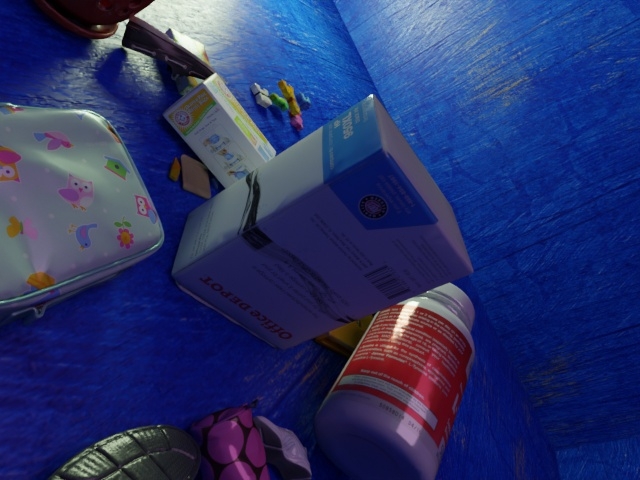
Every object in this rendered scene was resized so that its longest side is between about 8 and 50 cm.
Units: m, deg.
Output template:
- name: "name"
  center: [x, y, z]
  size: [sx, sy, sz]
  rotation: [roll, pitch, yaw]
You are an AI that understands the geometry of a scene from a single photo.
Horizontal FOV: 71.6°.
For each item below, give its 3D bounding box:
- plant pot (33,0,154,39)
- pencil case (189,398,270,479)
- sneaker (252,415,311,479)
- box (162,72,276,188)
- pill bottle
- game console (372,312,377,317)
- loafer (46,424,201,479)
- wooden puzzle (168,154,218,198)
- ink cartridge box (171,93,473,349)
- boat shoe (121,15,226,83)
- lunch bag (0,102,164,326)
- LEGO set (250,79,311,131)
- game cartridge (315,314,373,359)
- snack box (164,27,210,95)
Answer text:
- name: "plant pot"
  center: [-0.365, -0.439, 0.703]
  size: [0.191, 0.174, 0.191]
  rotation: [44, 33, -38]
- name: "pencil case"
  center: [-0.102, 0.334, 0.604]
  size: [0.098, 0.095, 0.209]
  rotation: [25, 46, -75]
- name: "sneaker"
  center: [-0.068, 0.330, 0.719]
  size: [0.152, 0.053, 0.061]
  rotation: [56, 12, -23]
- name: "box"
  center: [-0.192, -0.210, 0.883]
  size: [0.203, 0.103, 0.114]
  rotation: [51, 18, -25]
- name: "pill bottle"
  center: [0.175, 0.266, 0.899]
  size: [0.229, 0.229, 0.408]
  rotation: [56, 45, -16]
- name: "game console"
  center: [0.216, 0.286, 1.210]
  size: [0.342, 0.060, 0.387]
  rotation: [12, 60, -66]
- name: "loafer"
  center: [-0.237, 0.282, 0.419]
  size: [0.109, 0.095, 0.302]
  rotation: [37, 17, 14]
- name: "wooden puzzle"
  center: [-0.238, -0.120, 0.840]
  size: [0.116, 0.014, 0.079]
  rotation: [32, 44, -48]
- name: "ink cartridge box"
  center: [0.000, 0.000, 0.744]
  size: [0.285, 0.395, 0.166]
  rotation: [44, 30, -36]
- name: "boat shoe"
  center: [-0.286, -0.351, 0.873]
  size: [0.206, 0.065, 0.075]
  rotation: [27, 7, -36]
- name: "lunch bag"
  center: [-0.322, -0.029, 0.492]
  size: [0.224, 0.107, 0.279]
  rotation: [65, 26, -4]
- name: "LEGO set"
  center: [-0.088, -0.382, 1.275]
  size: [0.227, 0.087, 0.093]
  rotation: [11, 57, -58]
- name: "game cartridge"
  center: [0.070, 0.149, 1.143]
  size: [0.285, 0.052, 0.324]
  rotation: [39, 33, -42]
- name: "snack box"
  center: [-0.279, -0.374, 0.962]
  size: [0.100, 0.037, 0.141]
  rotation: [-3, 70, -60]
